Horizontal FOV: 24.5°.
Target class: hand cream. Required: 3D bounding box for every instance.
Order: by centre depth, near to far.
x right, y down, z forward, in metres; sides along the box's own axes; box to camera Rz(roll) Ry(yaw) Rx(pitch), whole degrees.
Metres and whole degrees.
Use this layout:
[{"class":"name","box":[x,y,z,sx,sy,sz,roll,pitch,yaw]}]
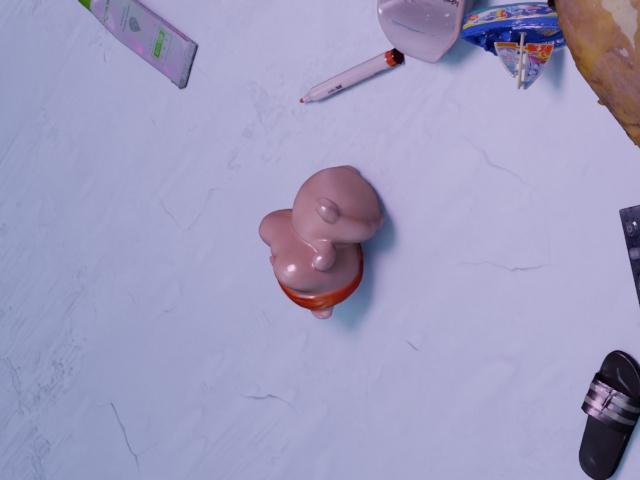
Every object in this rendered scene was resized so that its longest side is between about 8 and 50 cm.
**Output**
[{"class":"hand cream","box":[-0.305,-0.352,2.463,0.275,0.050,0.079,38,151,30]}]

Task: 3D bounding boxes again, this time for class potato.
[{"class":"potato","box":[0.403,-0.197,1.618,0.229,0.229,0.266,-42,72,43]}]

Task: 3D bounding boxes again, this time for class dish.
[{"class":"dish","box":[0.155,-0.353,1.945,0.154,0.064,0.234,26,115,41]}]

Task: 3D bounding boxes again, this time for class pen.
[{"class":"pen","box":[0.039,-0.232,2.122,0.218,0.026,0.026,-20,83,47]}]

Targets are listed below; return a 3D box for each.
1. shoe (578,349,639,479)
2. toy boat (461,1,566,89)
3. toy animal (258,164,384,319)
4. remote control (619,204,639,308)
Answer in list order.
[{"class":"shoe","box":[0.357,0.227,1.856,0.071,0.049,0.179,31,119,39]},{"class":"toy boat","box":[0.256,-0.239,1.841,0.175,0.091,0.110,-4,76,42]},{"class":"toy animal","box":[0.000,0.000,2.121,0.171,0.171,0.197,45,124,31]},{"class":"remote control","box":[0.438,0.137,1.756,0.107,0.044,0.377,-13,89,44]}]
